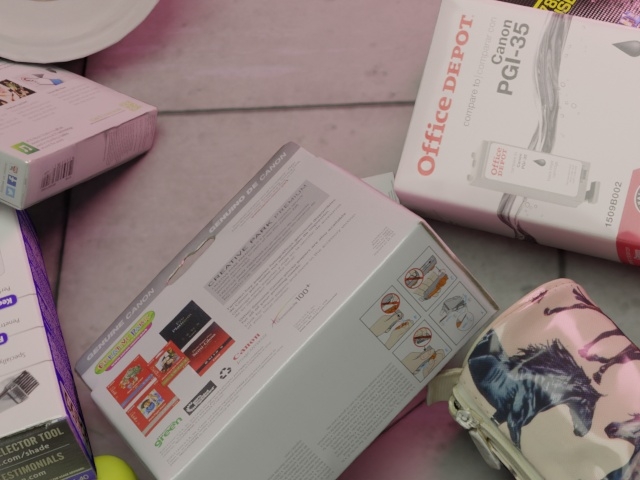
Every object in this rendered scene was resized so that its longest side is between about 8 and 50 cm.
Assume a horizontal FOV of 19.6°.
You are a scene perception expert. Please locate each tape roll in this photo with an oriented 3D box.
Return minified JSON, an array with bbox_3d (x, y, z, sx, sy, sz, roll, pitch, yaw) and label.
[{"bbox_3d":[-0.288,-0.328,1.888,0.286,0.286,0.100,-21,26,-3],"label":"tape roll"}]

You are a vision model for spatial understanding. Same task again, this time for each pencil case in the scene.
[{"bbox_3d":[0.274,0.228,1.563,0.183,0.160,0.410,-31,61,-17],"label":"pencil case"}]

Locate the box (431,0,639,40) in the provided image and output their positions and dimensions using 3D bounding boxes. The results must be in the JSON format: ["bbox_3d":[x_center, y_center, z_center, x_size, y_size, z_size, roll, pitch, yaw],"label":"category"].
[{"bbox_3d":[0.240,-0.223,1.885,0.184,0.045,0.191,31,70,19],"label":"box"}]

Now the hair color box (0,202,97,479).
[{"bbox_3d":[-0.338,0.098,1.728,0.185,0.110,0.339,-20,46,-2],"label":"hair color box"}]

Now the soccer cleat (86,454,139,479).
[{"bbox_3d":[-0.223,0.314,1.617,0.093,0.121,0.289,11,63,15],"label":"soccer cleat"}]

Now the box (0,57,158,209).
[{"bbox_3d":[-0.358,-0.139,1.851,0.322,0.058,0.232,24,26,20],"label":"box"}]

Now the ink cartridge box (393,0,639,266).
[{"bbox_3d":[0.230,-0.100,1.748,0.283,0.117,0.207,13,83,15],"label":"ink cartridge box"}]

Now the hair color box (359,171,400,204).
[{"bbox_3d":[0.000,0.000,1.795,0.167,0.053,0.093,-11,62,1],"label":"hair color box"}]

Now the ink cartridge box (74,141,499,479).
[{"bbox_3d":[-0.041,0.087,1.653,0.309,0.130,0.272,-46,31,-4],"label":"ink cartridge box"}]
